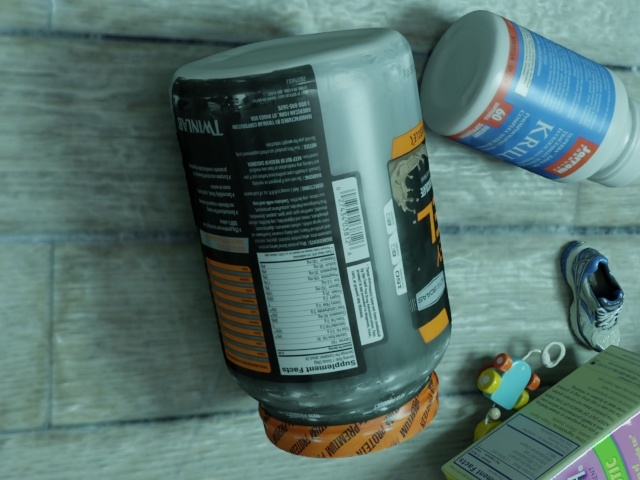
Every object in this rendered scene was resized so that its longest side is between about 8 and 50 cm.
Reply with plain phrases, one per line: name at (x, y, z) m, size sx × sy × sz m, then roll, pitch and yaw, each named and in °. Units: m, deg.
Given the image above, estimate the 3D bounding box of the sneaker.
sneaker at (0.301, 0.069, 1.175) m, size 0.052 × 0.058 × 0.135 m, roll -29°, pitch 112°, yaw -16°

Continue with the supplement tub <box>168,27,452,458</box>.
supplement tub at (0.000, 0.000, 0.940) m, size 0.207 × 0.207 × 0.338 m, roll -17°, pitch 108°, yaw -21°

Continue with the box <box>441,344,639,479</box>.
box at (0.283, 0.269, 1.126) m, size 0.243 × 0.117 × 0.214 m, roll -31°, pitch 112°, yaw -17°

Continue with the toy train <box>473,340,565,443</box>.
toy train at (0.214, 0.186, 1.170) m, size 0.125 × 0.046 × 0.166 m, roll -11°, pitch 108°, yaw -25°

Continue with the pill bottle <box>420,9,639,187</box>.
pill bottle at (0.218, -0.128, 1.057) m, size 0.221 × 0.124 × 0.124 m, roll 18°, pitch 93°, yaw -26°
